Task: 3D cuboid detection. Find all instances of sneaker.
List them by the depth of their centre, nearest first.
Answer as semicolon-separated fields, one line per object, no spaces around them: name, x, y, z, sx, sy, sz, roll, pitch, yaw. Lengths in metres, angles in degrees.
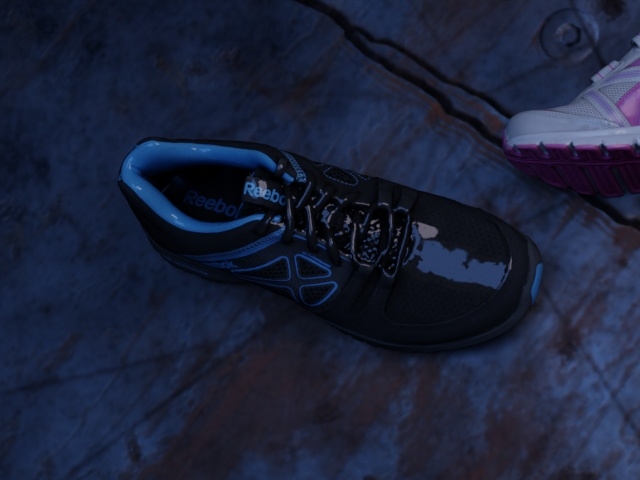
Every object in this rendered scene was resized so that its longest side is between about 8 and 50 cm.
sneaker;0.261;-0.109;1.465;0.252;0.103;0.111;-10;68;6
sneaker;0.000;0.000;1.480;0.341;0.139;0.125;11;76;17
